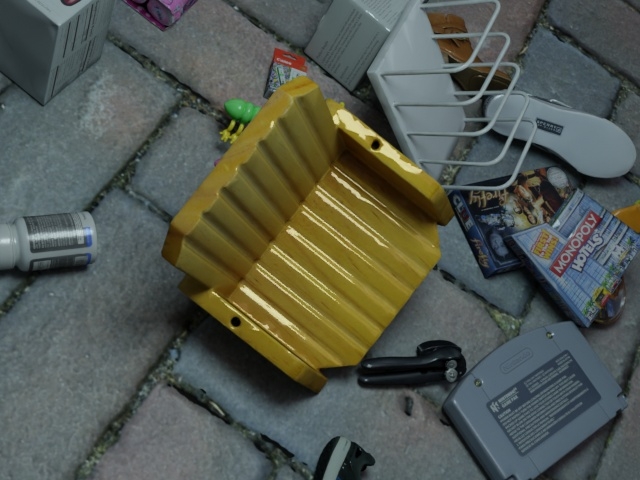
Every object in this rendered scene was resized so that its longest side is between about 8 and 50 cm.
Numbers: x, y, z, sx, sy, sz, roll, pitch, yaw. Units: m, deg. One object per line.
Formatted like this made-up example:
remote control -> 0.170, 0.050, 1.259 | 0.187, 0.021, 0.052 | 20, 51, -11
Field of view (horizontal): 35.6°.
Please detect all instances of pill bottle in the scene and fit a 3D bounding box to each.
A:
pill bottle -> -0.392, 0.002, 1.408 | 0.137, 0.078, 0.078 | -6, 66, -26

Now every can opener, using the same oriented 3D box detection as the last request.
can opener -> 0.145, 0.200, 1.551 | 0.186, 0.073, 0.059 | -8, 106, -23

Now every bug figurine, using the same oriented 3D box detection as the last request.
bug figurine -> -0.061, -0.131, 1.577 | 0.216, 0.072, 0.279 | 16, 59, -15

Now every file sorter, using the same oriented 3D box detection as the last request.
file sorter -> 0.232, -0.236, 1.653 | 0.193, 0.173, 0.277 | -60, 139, -31

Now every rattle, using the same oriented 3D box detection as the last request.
rattle -> 0.610, -0.080, 1.904 | 0.130, 0.143, 0.199 | 46, 32, -33

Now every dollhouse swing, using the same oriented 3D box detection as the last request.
dollhouse swing -> 0.000, 0.000, 1.360 | 0.315, 0.305, 0.347 | 38, 85, 0

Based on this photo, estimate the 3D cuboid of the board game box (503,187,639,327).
board game box -> 0.418, 0.013, 1.675 | 0.194, 0.060, 0.194 | 37, 83, -2

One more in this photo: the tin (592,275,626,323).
tin -> 0.476, 0.052, 1.742 | 0.106, 0.040, 0.189 | -4, 84, -31

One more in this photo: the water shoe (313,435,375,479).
water shoe -> 0.023, 0.371, 1.389 | 0.080, 0.073, 0.203 | 29, 57, -9

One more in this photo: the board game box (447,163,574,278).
board game box -> 0.362, -0.038, 1.768 | 0.243, 0.042, 0.165 | -14, 70, -28

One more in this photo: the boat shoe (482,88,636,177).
boat shoe -> 0.440, -0.207, 1.857 | 0.301, 0.108, 0.102 | 18, 20, -6

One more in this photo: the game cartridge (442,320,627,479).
game cartridge -> 0.342, 0.255, 1.599 | 0.297, 0.062, 0.198 | -26, 72, -31

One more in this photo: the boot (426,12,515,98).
boot -> 0.275, -0.356, 1.887 | 0.197, 0.073, 0.152 | 13, 55, -19

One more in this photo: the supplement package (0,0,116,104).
supplement package -> -0.460, -0.380, 1.507 | 0.262, 0.204, 0.145 | 38, 55, 1

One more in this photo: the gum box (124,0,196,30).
gum box -> -0.296, -0.453, 1.700 | 0.188, 0.062, 0.107 | 37, 56, 0

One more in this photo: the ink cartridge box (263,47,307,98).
ink cartridge box -> -0.057, -0.291, 1.734 | 0.063, 0.029, 0.115 | 17, 59, -13

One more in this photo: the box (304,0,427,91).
box -> 0.089, -0.393, 1.759 | 0.119, 0.181, 0.182 | 40, 55, 1
